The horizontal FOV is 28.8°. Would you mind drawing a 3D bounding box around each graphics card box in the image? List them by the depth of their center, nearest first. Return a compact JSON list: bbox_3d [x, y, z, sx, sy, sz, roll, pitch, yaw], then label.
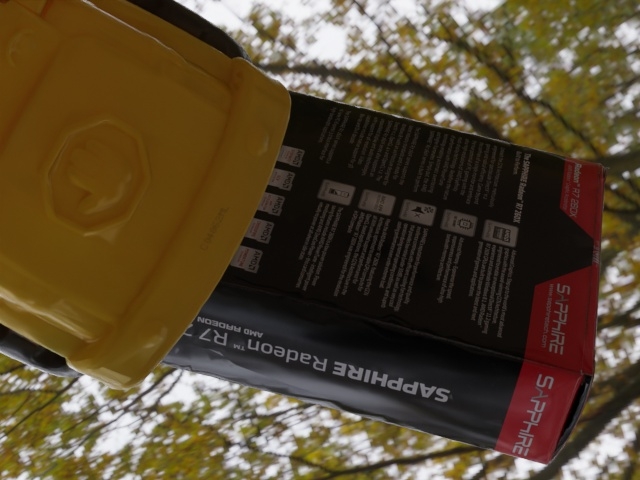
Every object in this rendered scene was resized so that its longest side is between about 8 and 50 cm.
[{"bbox_3d":[0.000,0.000,0.853,0.371,0.094,0.233,14,-140,4],"label":"graphics card box"}]

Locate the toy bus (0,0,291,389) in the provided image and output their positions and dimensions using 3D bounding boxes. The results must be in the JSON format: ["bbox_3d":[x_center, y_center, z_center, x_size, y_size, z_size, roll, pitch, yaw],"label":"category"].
[{"bbox_3d":[-0.158,-0.061,0.470,0.211,0.220,0.149,30,-93,-51],"label":"toy bus"}]
